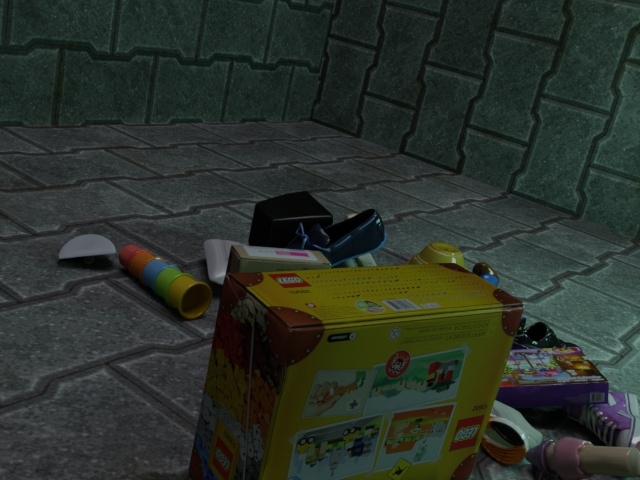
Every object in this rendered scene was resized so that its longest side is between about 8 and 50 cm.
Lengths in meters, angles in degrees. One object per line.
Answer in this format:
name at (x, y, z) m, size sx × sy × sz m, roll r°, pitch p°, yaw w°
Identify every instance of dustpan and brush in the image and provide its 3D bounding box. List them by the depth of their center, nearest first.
dustpan and brush at (-0.614, 0.016, 2.026) m, size 0.147 × 0.060 × 0.211 m, roll -6°, pitch 29°, yaw -13°

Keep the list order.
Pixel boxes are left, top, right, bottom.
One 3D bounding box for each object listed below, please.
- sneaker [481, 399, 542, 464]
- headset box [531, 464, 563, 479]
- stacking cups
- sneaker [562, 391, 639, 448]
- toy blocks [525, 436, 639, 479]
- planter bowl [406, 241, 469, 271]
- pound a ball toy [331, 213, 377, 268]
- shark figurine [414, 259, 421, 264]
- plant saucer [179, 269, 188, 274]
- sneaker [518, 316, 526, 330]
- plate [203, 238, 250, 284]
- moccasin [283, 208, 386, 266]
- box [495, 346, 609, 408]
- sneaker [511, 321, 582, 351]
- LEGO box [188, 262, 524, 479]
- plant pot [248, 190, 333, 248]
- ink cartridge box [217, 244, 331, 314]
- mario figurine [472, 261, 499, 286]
sneaker at (0.343, 0.366, 1.596) m, size 0.121 × 0.099 × 0.262 m, roll 4°, pitch 27°, yaw -46°
headset box at (0.452, 0.449, 1.494) m, size 0.083 × 0.032 × 0.062 m, roll 16°, pitch 19°, yaw 6°
stacking cups at (-0.399, 0.096, 1.892) m, size 0.096 × 0.096 × 0.316 m, roll -7°, pitch 22°, yaw -45°
sneaker at (0.609, 0.402, 1.660) m, size 0.161 × 0.102 × 0.282 m, roll 10°, pitch 11°, yaw 14°
toy blocks at (0.447, 0.474, 1.217) m, size 0.288 × 0.309 × 0.260 m, roll 14°, pitch -18°, yaw -36°
planter bowl at (0.396, 0.063, 2.486) m, size 0.217 × 0.090 × 0.217 m, roll 11°, pitch 19°, yaw -4°
pound a ball toy at (0.080, 0.065, 2.085) m, size 0.136 × 0.208 × 0.319 m, roll 9°, pitch 20°, yaw -13°
shark figurine at (0.416, 0.136, 2.258) m, size 0.166 × 0.116 × 0.278 m, roll -6°, pitch 28°, yaw -46°
plant saucer at (-0.385, 0.095, 1.995) m, size 0.083 × 0.013 × 0.083 m, roll 12°, pitch 18°, yaw -4°
sneaker at (0.492, 0.238, 2.076) m, size 0.082 × 0.069 × 0.209 m, roll 21°, pitch 20°, yaw 33°
plate at (-0.174, 0.076, 2.072) m, size 0.277 × 0.045 × 0.278 m, roll 18°, pitch 17°, yaw -18°
moccasin at (0.000, 0.000, 1.986) m, size 0.342 × 0.117 × 0.138 m, roll -23°, pitch 38°, yaw -15°
box at (0.475, 0.310, 1.742) m, size 0.293 × 0.057 × 0.201 m, roll -3°, pitch 14°, yaw 0°
sneaker at (0.583, 0.270, 1.953) m, size 0.283 × 0.124 × 0.107 m, roll 0°, pitch 23°, yaw -34°
LEGO box at (0.068, 0.248, 1.295) m, size 0.500 × 0.372 × 0.193 m, roll -1°, pitch 22°, yaw -36°
plant pot at (-0.093, -0.022, 2.110) m, size 0.167 × 0.188 × 0.187 m, roll 1°, pitch 25°, yaw -30°
ink cartridge box at (-0.112, 0.118, 1.830) m, size 0.234 × 0.193 × 0.088 m, roll 5°, pitch 20°, yaw -23°
mario figurine at (0.361, 0.170, 1.978) m, size 0.170 × 0.198 × 0.320 m, roll 0°, pitch 27°, yaw 23°
